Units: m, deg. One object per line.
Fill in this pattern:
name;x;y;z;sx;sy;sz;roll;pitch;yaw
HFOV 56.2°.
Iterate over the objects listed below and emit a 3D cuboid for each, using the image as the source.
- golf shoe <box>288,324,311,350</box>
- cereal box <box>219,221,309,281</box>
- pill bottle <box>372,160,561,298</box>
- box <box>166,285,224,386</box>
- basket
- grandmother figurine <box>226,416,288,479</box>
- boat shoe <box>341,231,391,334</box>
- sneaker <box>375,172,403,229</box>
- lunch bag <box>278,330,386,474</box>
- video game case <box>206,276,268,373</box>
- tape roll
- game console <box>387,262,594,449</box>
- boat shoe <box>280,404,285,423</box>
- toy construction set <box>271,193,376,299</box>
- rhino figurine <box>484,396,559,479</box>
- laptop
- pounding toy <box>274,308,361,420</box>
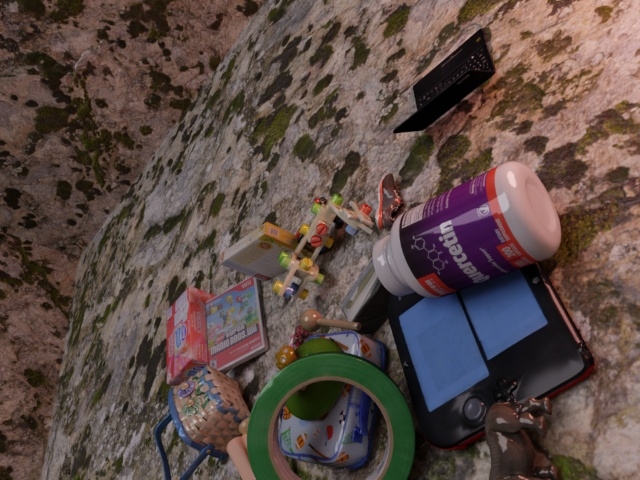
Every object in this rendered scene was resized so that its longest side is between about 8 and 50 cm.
golf shoe;-0.066;0.308;1.543;0.086;0.067;0.186;-29;46;38
cereal box;-0.161;0.039;1.765;0.240;0.173;0.047;-29;47;42
pill bottle;0.258;-0.003;1.111;0.323;0.181;0.181;-28;48;37
box;-0.401;0.318;1.948;0.154;0.142;0.300;-46;37;26
basket;-0.350;0.516;1.688;0.289;0.201;0.255;-52;34;3
grandmother figurine;-0.141;0.591;1.440;0.342;0.104;0.207;42;113;59
boat shoe;0.149;0.066;1.361;0.320;0.118;0.103;-61;36;20
sneaker;0.179;-0.098;1.496;0.065;0.061;0.158;-3;65;25
lunch bag;0.032;0.357;1.336;0.243;0.115;0.303;-15;56;47
video game case;-0.262;0.258;1.841;0.204;0.025;0.285;-30;43;16
tape roll;0.021;0.380;1.166;0.077;0.321;0.321;46;-113;-83
game console;0.290;0.166;1.143;0.342;0.060;0.386;-45;38;29
boat shoe;-0.095;0.423;1.538;0.049;0.042;0.133;-36;44;34
toy construction set;0.000;0.000;1.581;0.328;0.151;0.215;-44;13;17
rhino figurine;0.315;0.372;0.946;0.106;0.073;0.243;-9;77;36
laptop;0.285;-0.387;1.446;0.234;0.136;0.264;-36;43;37
pounding toy;-0.037;0.260;1.299;0.183;0.110;0.237;5;70;52
